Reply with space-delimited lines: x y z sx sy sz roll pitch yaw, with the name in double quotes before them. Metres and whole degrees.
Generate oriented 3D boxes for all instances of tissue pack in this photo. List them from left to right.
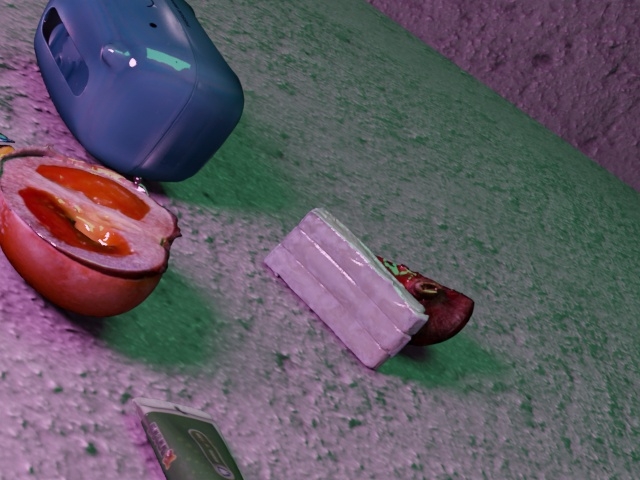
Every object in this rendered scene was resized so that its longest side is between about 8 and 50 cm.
"tissue pack" -0.247 -0.220 1.692 0.206 0.198 0.287 18 31 -42

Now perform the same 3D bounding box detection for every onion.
"onion" 0.113 0.089 1.804 0.205 0.098 0.151 26 -2 -17

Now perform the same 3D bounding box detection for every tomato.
"tomato" -0.254 0.002 1.347 0.199 0.112 0.228 29 20 -5

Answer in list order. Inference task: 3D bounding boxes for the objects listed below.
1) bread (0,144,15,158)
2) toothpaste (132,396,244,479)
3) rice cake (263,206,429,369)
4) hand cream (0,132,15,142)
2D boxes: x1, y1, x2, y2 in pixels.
"bread" -0.340 -0.047 1.400 0.062 0.103 0.049 -11 21 -8
"toothpaste" -0.068 0.280 1.165 0.098 0.061 0.392 20 25 -41
"rice cake" 0.034 0.063 1.715 0.211 0.124 0.038 50 28 12
"hand cream" -0.450 -0.144 1.346 0.270 0.061 0.120 17 -5 -40
